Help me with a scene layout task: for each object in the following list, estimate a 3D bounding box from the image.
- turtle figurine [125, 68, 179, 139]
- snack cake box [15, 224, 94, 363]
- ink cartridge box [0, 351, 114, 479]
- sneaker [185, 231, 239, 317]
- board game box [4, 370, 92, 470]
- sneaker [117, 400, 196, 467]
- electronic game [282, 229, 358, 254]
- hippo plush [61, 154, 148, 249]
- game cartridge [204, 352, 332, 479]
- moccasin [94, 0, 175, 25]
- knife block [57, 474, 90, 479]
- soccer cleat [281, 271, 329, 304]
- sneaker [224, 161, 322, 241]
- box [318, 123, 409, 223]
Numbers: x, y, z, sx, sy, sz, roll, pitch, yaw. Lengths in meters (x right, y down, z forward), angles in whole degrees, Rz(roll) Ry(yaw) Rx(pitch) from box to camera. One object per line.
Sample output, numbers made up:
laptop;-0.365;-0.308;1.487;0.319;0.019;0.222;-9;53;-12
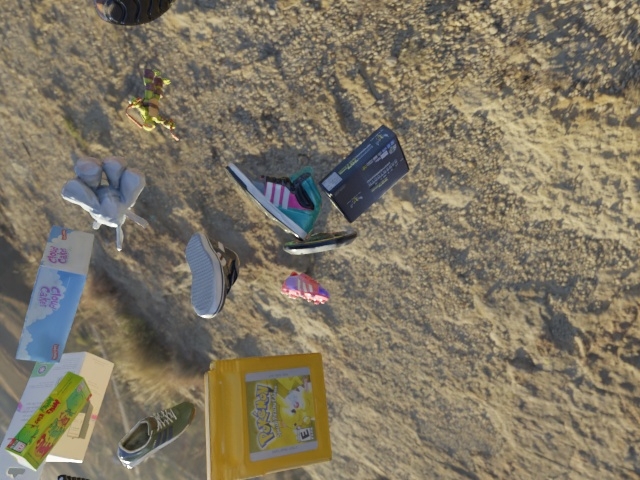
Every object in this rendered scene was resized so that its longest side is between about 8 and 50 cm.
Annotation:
turtle figurine;-0.591;-0.476;1.605;0.087;0.270;0.217;5;84;23
snack cake box;-0.578;0.120;0.990;0.264;0.089;0.152;-61;30;24
ink cartridge box;-0.759;0.511;1.293;0.207;0.353;0.119;-10;144;21
sneaker;-0.281;0.095;1.240;0.126;0.128;0.321;-51;37;17
board game box;-0.583;0.389;0.985;0.043;0.181;0.092;20;137;6
sneaker;-0.379;0.436;1.050;0.064;0.192;0.086;35;145;31
electronic game;0.000;0.000;1.359;0.229;0.229;0.048;-6;98;42
hippo plush;-0.710;-0.148;1.552;0.294;0.234;0.237;48;161;-15
game cartridge;-0.132;0.444;1.168;0.053;0.324;0.285;-32;60;55
moccasin;-0.445;-0.689;1.170;0.147;0.379;0.139;28;156;5
knife block;-0.364;0.495;0.690;0.088;0.242;0.275;74;173;-57
soccer cleat;-0.048;0.152;1.519;0.083;0.095;0.248;31;162;-29
sneaker;-0.106;-0.156;1.271;0.295;0.178;0.124;42;170;-14
box;0.124;-0.173;1.226;0.059;0.233;0.183;49;-179;31
